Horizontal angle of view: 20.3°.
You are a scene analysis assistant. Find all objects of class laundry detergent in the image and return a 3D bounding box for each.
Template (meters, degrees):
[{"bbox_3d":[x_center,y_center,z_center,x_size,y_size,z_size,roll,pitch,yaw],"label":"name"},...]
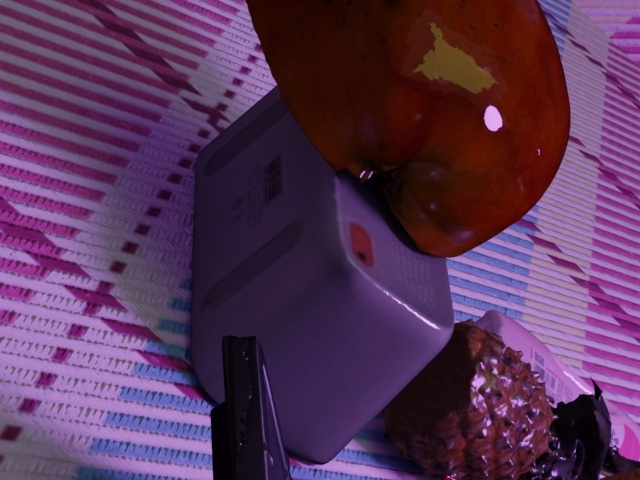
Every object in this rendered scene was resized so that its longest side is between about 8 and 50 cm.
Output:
[{"bbox_3d":[0.284,0.217,1.932,0.335,0.088,0.159,38,38,-18],"label":"laundry detergent"}]

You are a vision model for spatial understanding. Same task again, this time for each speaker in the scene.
[{"bbox_3d":[0.000,0.000,1.687,0.183,0.184,0.406,36,26,-24],"label":"speaker"}]

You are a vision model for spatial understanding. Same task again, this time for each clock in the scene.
[{"bbox_3d":[-0.037,0.244,1.259,0.273,0.049,0.279,-97,177,-54],"label":"clock"}]

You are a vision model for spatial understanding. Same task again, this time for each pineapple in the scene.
[{"bbox_3d":[0.226,0.208,1.770,0.364,0.165,0.165,31,29,-31],"label":"pineapple"}]

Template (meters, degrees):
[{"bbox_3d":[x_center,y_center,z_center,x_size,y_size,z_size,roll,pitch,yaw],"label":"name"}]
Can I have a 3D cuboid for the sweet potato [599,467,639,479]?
[{"bbox_3d":[0.316,0.327,1.518,0.336,0.131,0.131,46,22,-25],"label":"sweet potato"}]

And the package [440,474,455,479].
[{"bbox_3d":[0.166,0.390,1.440,0.196,0.123,0.423,35,27,-28],"label":"package"}]

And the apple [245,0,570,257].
[{"bbox_3d":[0.079,-0.152,1.682,0.329,0.295,0.365,3,33,-4],"label":"apple"}]
